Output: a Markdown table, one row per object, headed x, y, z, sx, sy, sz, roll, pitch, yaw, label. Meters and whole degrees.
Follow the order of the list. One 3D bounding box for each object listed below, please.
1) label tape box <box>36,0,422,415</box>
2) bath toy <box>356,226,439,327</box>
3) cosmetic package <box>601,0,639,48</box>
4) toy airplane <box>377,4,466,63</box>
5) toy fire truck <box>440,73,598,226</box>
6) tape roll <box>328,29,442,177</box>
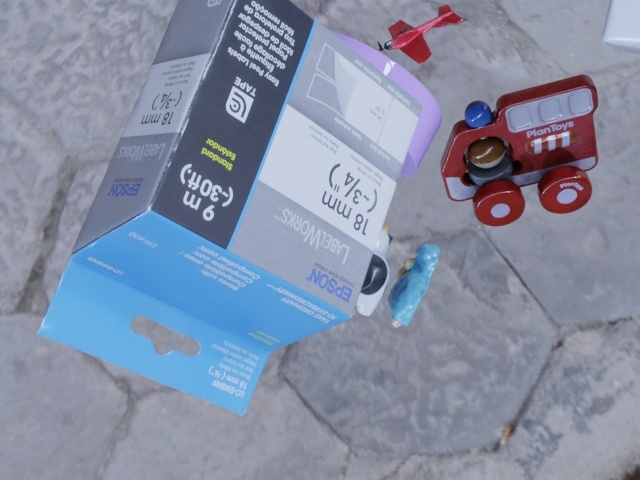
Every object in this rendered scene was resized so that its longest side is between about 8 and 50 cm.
| x | y | z | sx | sy | sz | roll | pitch | yaw | label |
| --- | --- | --- | --- | --- | --- | --- | --- | --- | --- |
| -0.063 | -0.028 | 0.848 | 0.240 | 0.105 | 0.334 | 30 | 73 | -38 | label tape box |
| 0.000 | 0.000 | 1.405 | 0.348 | 0.151 | 0.129 | 22 | 106 | -15 | bath toy |
| 0.603 | -0.411 | 1.361 | 0.329 | 0.393 | 0.328 | 13 | 103 | 16 | cosmetic package |
| 0.161 | -0.330 | 1.514 | 0.151 | 0.151 | 0.028 | -19 | 128 | 3 | toy airplane |
| 0.370 | -0.179 | 1.800 | 0.302 | 0.169 | 0.254 | -12 | 135 | 11 | toy fire truck |
| 0.038 | -0.200 | 1.423 | 0.274 | 0.275 | 0.090 | 31 | 78 | -15 | tape roll |
